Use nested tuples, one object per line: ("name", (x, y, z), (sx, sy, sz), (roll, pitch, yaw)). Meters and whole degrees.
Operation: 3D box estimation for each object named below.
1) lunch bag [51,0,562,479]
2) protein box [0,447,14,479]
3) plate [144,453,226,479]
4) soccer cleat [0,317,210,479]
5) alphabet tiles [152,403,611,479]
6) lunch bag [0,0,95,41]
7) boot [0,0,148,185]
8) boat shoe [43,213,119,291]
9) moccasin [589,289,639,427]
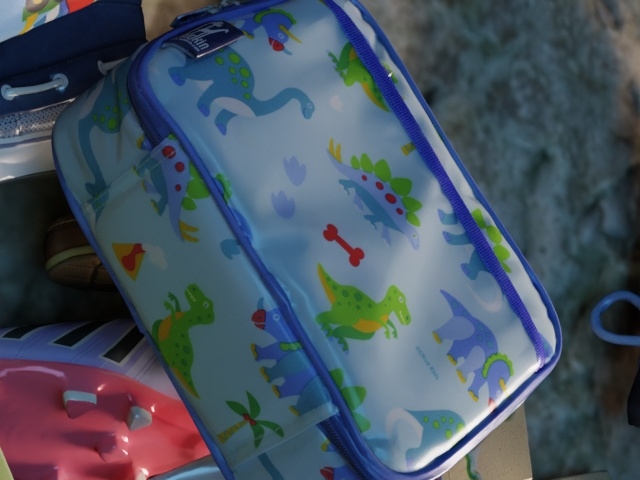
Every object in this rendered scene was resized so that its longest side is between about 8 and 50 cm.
("lunch bag", (0.000, 0.000, 0.756), (0.176, 0.090, 0.219), (-26, 85, -50))
("protein box", (-0.219, 0.077, 0.635), (0.136, 0.201, 0.199), (-27, 106, -29))
("plate", (-0.078, 0.236, 0.695), (0.278, 0.277, 0.045), (-20, 144, -11))
("soccer cleat", (-0.076, 0.063, 0.814), (0.248, 0.095, 0.083), (4, 133, -23))
("alphabet tiles", (0.029, 0.226, 0.895), (0.343, 0.011, 0.285), (-5, 87, -33))
("lunch bag", (-0.224, -0.187, 0.606), (0.221, 0.138, 0.293), (-30, 65, -36))
("boot", (-0.154, -0.065, 0.761), (0.190, 0.069, 0.086), (-13, 92, -40))
("boat shoe", (-0.055, -0.015, 0.828), (0.178, 0.064, 0.060), (-10, 79, -37))
("moccasin", (0.234, 0.091, 0.974), (0.117, 0.138, 0.342), (-15, 99, -27))
